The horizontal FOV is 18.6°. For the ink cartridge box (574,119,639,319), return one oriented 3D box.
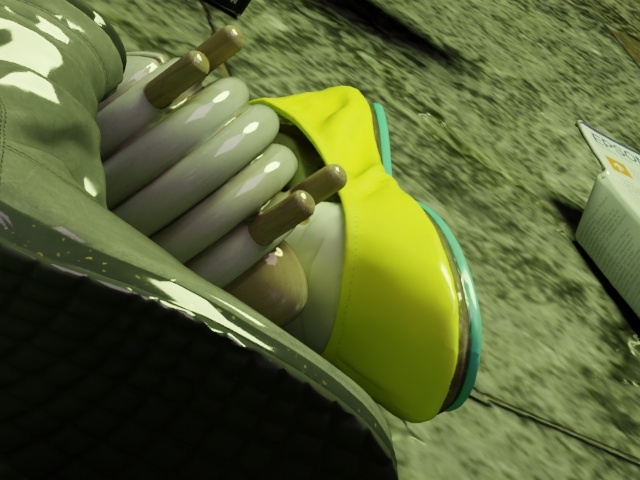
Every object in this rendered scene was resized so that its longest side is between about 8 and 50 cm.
[{"bbox_3d":[0.246,0.044,1.062,0.223,0.045,0.224,24,22,-29],"label":"ink cartridge box"}]

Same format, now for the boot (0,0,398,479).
[{"bbox_3d":[-0.076,-0.018,0.580,0.246,0.083,0.161,29,36,-14],"label":"boot"}]

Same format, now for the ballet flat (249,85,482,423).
[{"bbox_3d":[0.000,0.000,0.755,0.077,0.077,0.231,7,24,-12],"label":"ballet flat"}]

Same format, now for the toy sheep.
[{"bbox_3d":[-0.050,-0.024,0.677,0.132,0.091,0.091,55,20,-3],"label":"toy sheep"}]

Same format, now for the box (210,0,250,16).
[{"bbox_3d":[-0.074,-0.235,0.987,0.190,0.184,0.045,26,24,-20],"label":"box"}]
